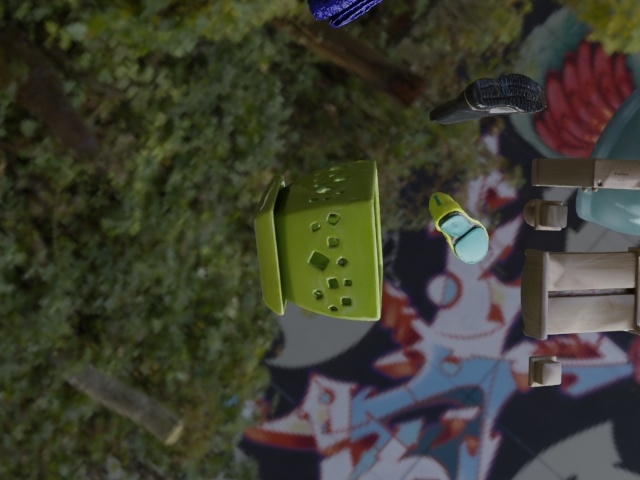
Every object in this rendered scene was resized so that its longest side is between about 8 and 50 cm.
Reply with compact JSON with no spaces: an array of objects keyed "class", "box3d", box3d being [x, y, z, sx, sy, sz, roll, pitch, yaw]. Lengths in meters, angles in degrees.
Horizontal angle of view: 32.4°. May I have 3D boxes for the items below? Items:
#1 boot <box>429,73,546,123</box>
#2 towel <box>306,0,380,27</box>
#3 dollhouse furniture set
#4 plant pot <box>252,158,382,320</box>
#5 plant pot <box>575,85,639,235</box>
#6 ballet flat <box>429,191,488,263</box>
[{"class":"boot","box3d":[0.318,-0.262,2.101,0.198,0.077,0.137,2,165,-34]},{"class":"towel","box3d":[0.136,-0.452,1.734,0.308,0.076,0.228,-25,-161,30]},{"class":"dollhouse furniture set","box3d":[0.447,0.045,1.802,0.174,0.303,0.355,-168,-101,-69]},{"class":"plant pot","box3d":[0.000,0.000,1.915,0.227,0.207,0.228,-81,166,-68]},{"class":"plant pot","box3d":[0.644,-0.126,2.072,0.293,0.196,0.293,-38,146,-32]},{"class":"ballet flat","box3d":[0.261,-0.030,2.104,0.077,0.077,0.231,-35,149,8]}]
